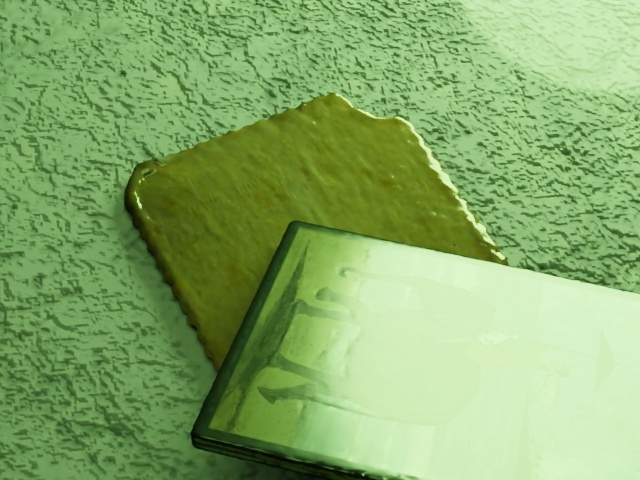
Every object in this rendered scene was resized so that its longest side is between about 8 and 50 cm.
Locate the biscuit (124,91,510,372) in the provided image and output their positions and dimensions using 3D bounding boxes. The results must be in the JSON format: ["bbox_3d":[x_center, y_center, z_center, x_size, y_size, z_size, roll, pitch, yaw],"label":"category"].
[{"bbox_3d":[0.000,0.000,1.057,0.232,0.013,0.237,-23,62,-17],"label":"biscuit"}]

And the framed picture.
[{"bbox_3d":[0.117,0.088,0.921,0.347,0.016,0.265,13,31,7],"label":"framed picture"}]
